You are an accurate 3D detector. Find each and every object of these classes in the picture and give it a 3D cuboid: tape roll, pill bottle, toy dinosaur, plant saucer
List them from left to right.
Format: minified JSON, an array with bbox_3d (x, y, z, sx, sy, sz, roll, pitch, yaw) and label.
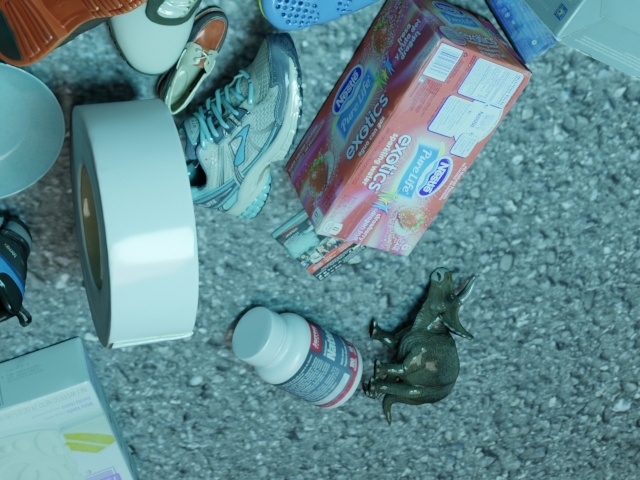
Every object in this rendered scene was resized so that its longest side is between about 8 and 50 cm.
[{"bbox_3d":[-0.395,-0.132,1.465,0.195,0.037,0.195,-11,132,-13],"label":"plant saucer"},{"bbox_3d":[-0.219,-0.019,1.464,0.100,0.286,0.286,-7,131,-18],"label":"tape roll"},{"bbox_3d":[-0.035,0.165,1.819,0.108,0.108,0.180,-45,131,17],"label":"pill bottle"},{"bbox_3d":[0.151,0.195,1.916,0.160,0.121,0.313,1,125,-6],"label":"toy dinosaur"}]

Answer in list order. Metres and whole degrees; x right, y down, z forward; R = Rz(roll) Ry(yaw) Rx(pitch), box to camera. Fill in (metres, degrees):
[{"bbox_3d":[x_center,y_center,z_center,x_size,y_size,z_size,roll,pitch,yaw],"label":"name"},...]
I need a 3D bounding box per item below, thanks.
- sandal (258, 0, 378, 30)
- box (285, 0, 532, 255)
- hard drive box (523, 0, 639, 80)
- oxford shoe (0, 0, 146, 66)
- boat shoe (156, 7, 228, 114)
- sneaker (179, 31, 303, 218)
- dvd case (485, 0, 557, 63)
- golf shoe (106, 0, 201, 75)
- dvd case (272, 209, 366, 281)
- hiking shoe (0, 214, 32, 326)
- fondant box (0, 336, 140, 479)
[{"bbox_3d":[0.077,-0.325,1.429,0.317,0.138,0.126,-27,135,4],"label":"sandal"},{"bbox_3d":[0.105,-0.146,1.587,0.154,0.142,0.300,14,122,-31],"label":"box"},{"bbox_3d":[0.308,-0.291,1.456,0.181,0.232,0.089,18,119,-33],"label":"hard drive box"},{"bbox_3d":[-0.232,-0.277,1.326,0.271,0.098,0.097,-21,104,30],"label":"oxford shoe"},{"bbox_3d":[-0.149,-0.211,1.495,0.049,0.043,0.137,22,116,-33],"label":"boat shoe"},{"bbox_3d":[-0.102,-0.132,1.523,0.122,0.110,0.283,6,135,-18],"label":"sneaker"},{"bbox_3d":[0.322,-0.353,1.583,0.253,0.022,0.180,-34,132,8],"label":"dvd case"},{"bbox_3d":[-0.168,-0.284,1.375,0.105,0.120,0.272,-2,130,-23],"label":"golf shoe"},{"bbox_3d":[0.000,0.000,1.758,0.087,0.013,0.119,-37,134,10],"label":"dvd case"},{"bbox_3d":[-0.482,0.018,1.478,0.304,0.132,0.113,8,143,-27],"label":"hiking shoe"},{"bbox_3d":[-0.403,0.311,1.803,0.238,0.096,0.330,-19,134,-7],"label":"fondant box"}]
